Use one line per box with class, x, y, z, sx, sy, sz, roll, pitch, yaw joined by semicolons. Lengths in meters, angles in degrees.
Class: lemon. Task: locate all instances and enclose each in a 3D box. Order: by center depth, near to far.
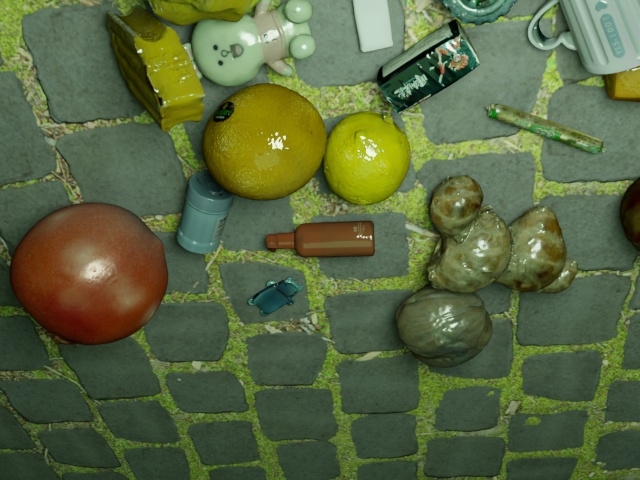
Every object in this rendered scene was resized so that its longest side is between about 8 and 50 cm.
lemon;0.087;-0.155;1.162;0.173;0.174;0.206;2;141;1

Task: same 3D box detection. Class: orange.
orange;-0.104;-0.181;1.119;0.236;0.236;0.236;1;128;2

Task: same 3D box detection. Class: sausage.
sausage;0.445;-0.220;1.180;0.268;0.033;0.033;17;127;-10

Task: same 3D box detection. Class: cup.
cup;0.449;-0.386;0.970;0.221;0.167;0.202;-28;119;21

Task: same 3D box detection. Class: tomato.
tomato;-0.488;0.068;1.299;0.321;0.322;0.322;1;128;2

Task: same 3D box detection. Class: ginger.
ginger;0.386;0.016;1.284;0.374;0.176;0.256;16;111;-10

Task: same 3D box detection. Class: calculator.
calculator;-0.111;0.137;1.496;0.141;0.019;0.094;-33;120;23

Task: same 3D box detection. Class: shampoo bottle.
shampoo bottle;0.000;-0.001;1.344;0.244;0.085;0.086;-2;128;7

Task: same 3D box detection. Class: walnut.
walnut;0.287;0.196;1.413;0.224;0.224;0.224;1;128;2

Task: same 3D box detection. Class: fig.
fig;0.736;-0.026;1.255;0.216;0.217;0.321;-16;153;15

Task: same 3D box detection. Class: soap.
soap;-0.280;-0.289;1.022;0.080;0.257;0.160;-25;132;-20

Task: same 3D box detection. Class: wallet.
wallet;0.091;-0.400;1.062;0.061;0.025;0.122;-7;127;10

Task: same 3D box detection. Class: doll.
doll;-0.126;-0.349;1.067;0.274;0.113;0.155;-11;119;20

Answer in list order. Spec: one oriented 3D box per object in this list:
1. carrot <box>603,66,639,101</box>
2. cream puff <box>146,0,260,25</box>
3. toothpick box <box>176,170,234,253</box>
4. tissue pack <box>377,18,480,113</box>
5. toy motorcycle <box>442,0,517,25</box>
carrot;0.661;-0.318;1.047;0.301;0.114;0.114;-11;127;11
cream puff;-0.187;-0.478;0.851;0.377;0.276;0.379;-3;130;-3
toothpick box;-0.249;-0.060;1.297;0.101;0.101;0.153;17;128;-10
tissue pack;0.193;-0.311;1.080;0.170;0.103;0.090;-30;114;23
toy motorcycle;0.219;-0.530;0.862;0.236;0.169;0.410;-21;116;28
